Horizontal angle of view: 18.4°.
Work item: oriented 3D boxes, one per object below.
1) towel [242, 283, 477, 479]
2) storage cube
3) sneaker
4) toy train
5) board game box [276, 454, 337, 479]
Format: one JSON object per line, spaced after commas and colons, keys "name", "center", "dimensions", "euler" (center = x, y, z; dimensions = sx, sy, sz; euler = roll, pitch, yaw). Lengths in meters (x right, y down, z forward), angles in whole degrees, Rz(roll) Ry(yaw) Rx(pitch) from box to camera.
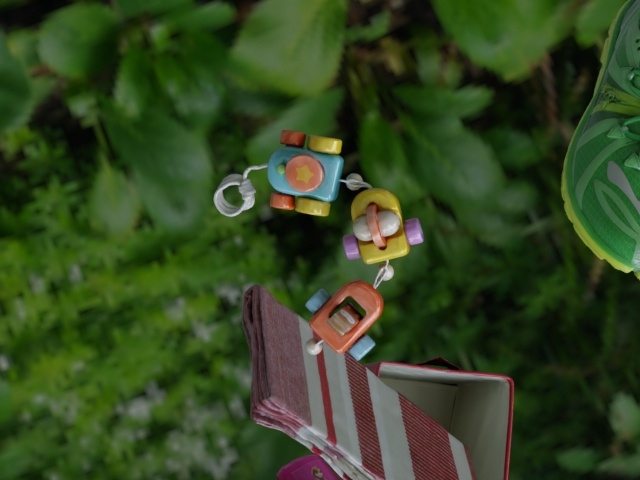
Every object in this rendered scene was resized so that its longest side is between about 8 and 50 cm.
{"name": "towel", "center": [0.048, 0.200, 2.081], "dimensions": [0.329, 0.237, 0.037], "euler": [39, 109, -21]}
{"name": "storage cube", "center": [0.108, 0.251, 2.411], "dimensions": [0.183, 0.215, 0.193], "euler": [8, 171, -21]}
{"name": "sneaker", "center": [0.274, -0.106, 1.619], "dimensions": [0.109, 0.295, 0.123], "euler": [19, 152, -11]}
{"name": "toy train", "center": [0.000, 0.000, 1.417], "dimensions": [0.125, 0.166, 0.046], "euler": [-41, 175, 8]}
{"name": "board game box", "center": [-0.177, 0.291, 1.040], "dimensions": [0.390, 0.050, 0.390], "euler": [-23, 152, -27]}
